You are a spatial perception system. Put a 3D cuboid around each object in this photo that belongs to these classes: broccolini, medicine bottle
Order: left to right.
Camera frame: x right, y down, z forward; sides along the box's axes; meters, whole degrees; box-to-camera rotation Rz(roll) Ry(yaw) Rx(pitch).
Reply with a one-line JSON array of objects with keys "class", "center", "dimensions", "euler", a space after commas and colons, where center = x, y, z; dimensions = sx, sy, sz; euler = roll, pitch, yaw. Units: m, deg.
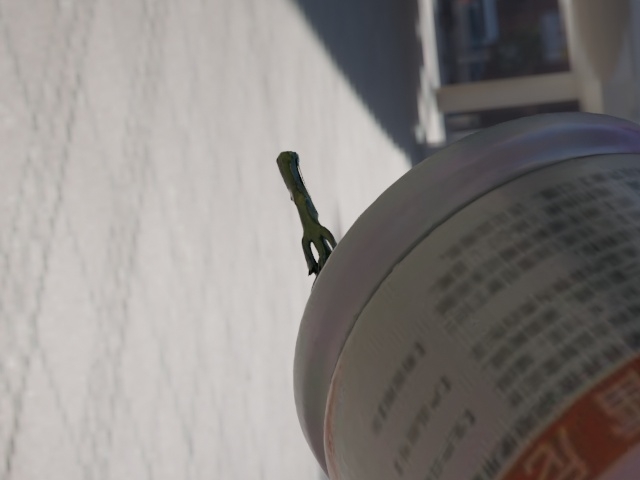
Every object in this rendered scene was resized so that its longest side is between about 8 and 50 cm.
[{"class": "broccolini", "center": [0.000, 0.000, 1.020], "dimensions": [0.035, 0.030, 0.140], "euler": [52, 12, -46]}, {"class": "medicine bottle", "center": [0.134, 0.109, 0.587], "dimensions": [0.316, 0.202, 0.202], "euler": [-127, -157, -52]}]
